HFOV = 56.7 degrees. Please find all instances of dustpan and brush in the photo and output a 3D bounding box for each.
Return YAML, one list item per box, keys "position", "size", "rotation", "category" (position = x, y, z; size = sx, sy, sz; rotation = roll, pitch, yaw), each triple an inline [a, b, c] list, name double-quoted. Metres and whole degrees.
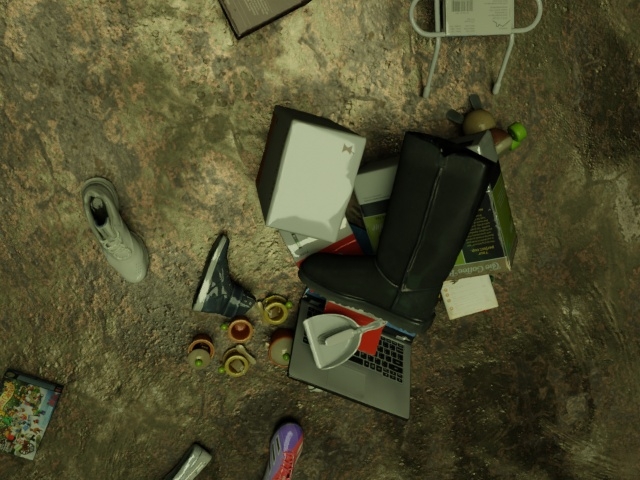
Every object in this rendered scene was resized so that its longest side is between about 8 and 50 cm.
- position: [0.076, 0.246, 1.575]
  size: [0.211, 0.060, 0.147]
  rotation: [-19, 96, -17]
  category: "dustpan and brush"

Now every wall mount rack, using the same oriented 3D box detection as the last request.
- position: [0.383, -0.530, 1.532]
  size: [0.350, 0.130, 0.304]
  rotation: [-5, 102, -8]
  category: "wall mount rack"

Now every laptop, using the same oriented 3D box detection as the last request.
- position: [0.150, 0.224, 1.667]
  size: [0.382, 0.408, 0.236]
  rotation: [24, 135, -15]
  category: "laptop"

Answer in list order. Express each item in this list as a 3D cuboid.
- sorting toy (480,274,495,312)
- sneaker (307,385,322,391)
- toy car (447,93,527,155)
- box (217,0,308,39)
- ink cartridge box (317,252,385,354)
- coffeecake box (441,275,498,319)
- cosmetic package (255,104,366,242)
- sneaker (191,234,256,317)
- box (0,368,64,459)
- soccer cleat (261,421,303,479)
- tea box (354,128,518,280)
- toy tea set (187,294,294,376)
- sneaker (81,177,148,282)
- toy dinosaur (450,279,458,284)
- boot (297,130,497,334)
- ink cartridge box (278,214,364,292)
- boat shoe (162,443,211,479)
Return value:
- position: [0.465, 0.111, 1.776]
  size: [0.132, 0.046, 0.275]
  rotation: [1, 107, -9]
  category: "sorting toy"
- position: [0.013, 0.439, 1.810]
  size: [0.109, 0.040, 0.044]
  rotation: [2, 123, -6]
  category: "sneaker"
- position: [0.437, -0.303, 1.628]
  size: [0.155, 0.149, 0.188]
  rotation: [-35, 80, -1]
  category: "toy car"
- position: [-0.146, -0.599, 1.400]
  size: [0.203, 0.168, 0.167]
  rotation: [-27, 108, 0]
  category: "box"
- position: [0.113, 0.175, 1.624]
  size: [0.189, 0.066, 0.232]
  rotation: [22, 70, -15]
  category: "ink cartridge box"
- position: [0.411, 0.117, 1.705]
  size: [0.142, 0.068, 0.185]
  rotation: [-17, 87, 8]
  category: "coffeecake box"
- position: [-0.043, -0.176, 1.393]
  size: [0.161, 0.453, 0.230]
  rotation: [13, 103, -13]
  category: "cosmetic package"
- position: [-0.245, 0.106, 1.639]
  size: [0.163, 0.086, 0.226]
  rotation: [17, 101, -15]
  category: "sneaker"
- position: [-0.849, 0.494, 1.679]
  size: [0.159, 0.044, 0.233]
  rotation: [23, 102, -15]
  category: "box"
- position: [-0.121, 0.712, 1.823]
  size: [0.108, 0.116, 0.318]
  rotation: [16, 104, -13]
  category: "soccer cleat"
- position: [0.301, -0.076, 1.526]
  size: [0.329, 0.220, 0.324]
  rotation: [-11, 104, 26]
  category: "tea box"
- position: [-0.208, 0.304, 1.683]
  size: [0.336, 0.124, 0.200]
  rotation: [-25, 109, -1]
  category: "toy tea set"
- position: [-0.542, -0.012, 1.534]
  size: [0.111, 0.129, 0.297]
  rotation: [-25, 110, -3]
  category: "sneaker"
- position: [0.358, 0.074, 1.637]
  size: [0.183, 0.093, 0.053]
  rotation: [-3, 120, 13]
  category: "toy dinosaur"
- position: [0.160, -0.043, 1.387]
  size: [0.367, 0.146, 0.445]
  rotation: [21, 119, 12]
  category: "boot"
- position: [0.000, 0.000, 1.602]
  size: [0.181, 0.056, 0.225]
  rotation: [-27, 69, -1]
  category: "ink cartridge box"
- position: [-0.418, 0.726, 1.797]
  size: [0.076, 0.083, 0.226]
  rotation: [38, 97, -16]
  category: "boat shoe"
